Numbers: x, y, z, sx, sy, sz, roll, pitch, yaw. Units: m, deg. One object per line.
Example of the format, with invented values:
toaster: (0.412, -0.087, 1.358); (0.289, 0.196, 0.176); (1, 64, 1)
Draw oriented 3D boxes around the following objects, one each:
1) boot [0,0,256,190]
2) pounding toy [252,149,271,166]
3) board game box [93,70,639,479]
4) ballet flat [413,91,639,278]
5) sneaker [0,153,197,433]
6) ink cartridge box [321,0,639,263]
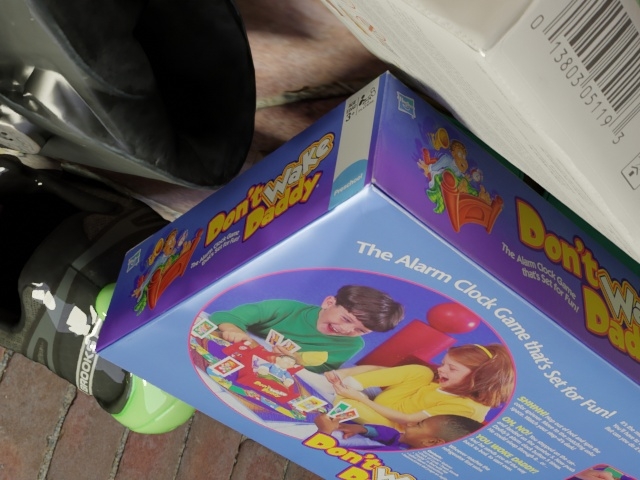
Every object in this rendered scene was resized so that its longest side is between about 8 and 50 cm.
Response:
boot: (-0.237, -0.100, 0.642); (0.445, 0.146, 0.367); (5, 164, 22)
pounding toy: (0.073, -0.005, 0.784); (0.270, 0.154, 0.154); (25, -166, -1)
board game box: (0.077, 0.078, 0.650); (0.347, 0.078, 0.233); (35, 135, -28)
ballet flat: (0.120, -0.026, 0.661); (0.232, 0.080, 0.073); (28, 172, -11)
sneaker: (-0.225, 0.001, 0.885); (0.202, 0.185, 0.483); (44, 162, -29)
ink cartridge box: (0.051, -0.092, 0.430); (0.181, 0.056, 0.224); (36, -171, -48)
